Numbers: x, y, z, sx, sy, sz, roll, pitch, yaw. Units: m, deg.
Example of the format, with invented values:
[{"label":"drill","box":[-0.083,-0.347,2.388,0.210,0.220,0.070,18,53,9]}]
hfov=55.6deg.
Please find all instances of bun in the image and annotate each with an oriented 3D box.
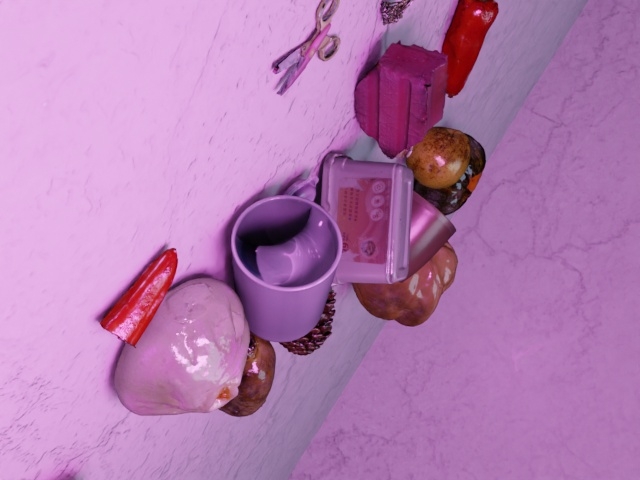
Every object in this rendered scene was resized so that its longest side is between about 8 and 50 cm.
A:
[{"label":"bun","box":[-0.229,0.223,1.135,0.293,0.187,0.293,-48,158,-28]}]

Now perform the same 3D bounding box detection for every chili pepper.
[{"label":"chili pepper","box":[-0.281,0.083,0.977,0.169,0.065,0.088,-59,179,-14]},{"label":"chili pepper","box":[0.390,-0.541,1.615,0.110,0.110,0.388,-44,159,-36]}]

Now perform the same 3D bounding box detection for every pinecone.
[{"label":"pinecone","box":[-0.043,0.193,1.585,0.205,0.179,0.184,-65,-160,4]}]

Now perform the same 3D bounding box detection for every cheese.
[{"label":"cheese","box":[-0.069,-0.064,1.302,0.191,0.042,0.105,-51,160,6]}]

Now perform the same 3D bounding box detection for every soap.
[{"label":"soap","box":[0.174,-0.297,1.338,0.112,0.182,0.289,-49,156,-22]}]

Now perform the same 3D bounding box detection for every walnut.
[{"label":"walnut","box":[0.279,0.110,2.095,0.383,0.383,0.384,-49,161,-24]}]

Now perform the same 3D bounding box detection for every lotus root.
[{"label":"lotus root","box":[-0.181,0.301,1.395,0.173,0.173,0.309,-43,169,-38]}]

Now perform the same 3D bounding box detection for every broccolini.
[{"label":"broccolini","box":[0.179,-0.512,1.194,0.194,0.052,0.054,-61,166,9]}]

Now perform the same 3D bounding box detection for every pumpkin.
[{"label":"pumpkin","box":[0.467,-0.238,2.182,0.320,0.192,0.320,-52,163,-23]}]

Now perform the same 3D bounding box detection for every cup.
[{"label":"cup","box":[-0.078,0.077,1.238,0.205,0.205,0.312,-47,165,-29]}]

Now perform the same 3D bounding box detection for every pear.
[{"label":"pear","box":[0.371,-0.263,1.878,0.197,0.197,0.197,-49,161,-24]}]

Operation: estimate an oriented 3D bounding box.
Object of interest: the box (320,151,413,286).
[{"label":"box","box":[0.110,-0.043,1.403,0.175,0.182,0.312,-3,96,-67]}]

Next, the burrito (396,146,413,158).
[{"label":"burrito","box":[0.231,-0.353,1.502,0.348,0.107,0.175,102,-4,-58]}]

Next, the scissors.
[{"label":"scissors","box":[-0.020,-0.325,1.033,0.187,0.020,0.133,-52,158,-23]}]

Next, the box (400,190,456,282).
[{"label":"box","box":[0.199,-0.034,1.675,0.216,0.301,0.301,-53,162,2]}]
